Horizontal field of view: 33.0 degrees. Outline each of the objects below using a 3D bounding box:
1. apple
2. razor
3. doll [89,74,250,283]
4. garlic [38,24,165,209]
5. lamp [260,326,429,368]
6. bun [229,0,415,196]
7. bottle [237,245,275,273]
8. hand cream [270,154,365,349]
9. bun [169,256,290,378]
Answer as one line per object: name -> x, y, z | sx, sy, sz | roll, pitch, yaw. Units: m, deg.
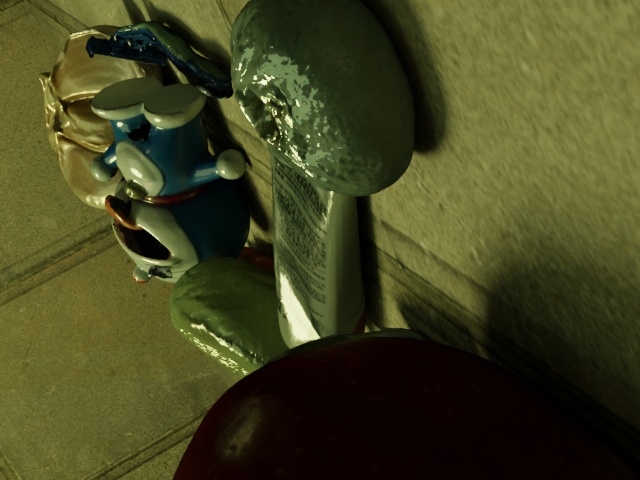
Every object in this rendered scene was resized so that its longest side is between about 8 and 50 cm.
apple -> 0.046, 0.203, 0.621 | 0.317, 0.288, 0.288 | 15, 136, 50
razor -> -0.156, -0.193, 1.111 | 0.324, 0.093, 0.056 | 32, 114, 60
doll -> -0.168, -0.061, 1.216 | 0.215, 0.161, 0.257 | 18, 141, 31
garlic -> -0.246, -0.155, 1.369 | 0.178, 0.143, 0.229 | 14, 106, 24
lamp -> 0.047, 0.199, 0.853 | 0.147, 0.172, 0.227 | -48, -54, -67
bun -> -0.005, -0.085, 0.631 | 0.141, 0.083, 0.141 | 56, 170, 15
bottle -> -0.095, 0.041, 1.357 | 0.069, 0.069, 0.187 | 64, 170, -13
hand cream -> 0.000, 0.000, 0.901 | 0.124, 0.077, 0.341 | 54, 159, 34
bun -> -0.063, 0.095, 1.172 | 0.221, 0.108, 0.221 | 32, 166, 9
